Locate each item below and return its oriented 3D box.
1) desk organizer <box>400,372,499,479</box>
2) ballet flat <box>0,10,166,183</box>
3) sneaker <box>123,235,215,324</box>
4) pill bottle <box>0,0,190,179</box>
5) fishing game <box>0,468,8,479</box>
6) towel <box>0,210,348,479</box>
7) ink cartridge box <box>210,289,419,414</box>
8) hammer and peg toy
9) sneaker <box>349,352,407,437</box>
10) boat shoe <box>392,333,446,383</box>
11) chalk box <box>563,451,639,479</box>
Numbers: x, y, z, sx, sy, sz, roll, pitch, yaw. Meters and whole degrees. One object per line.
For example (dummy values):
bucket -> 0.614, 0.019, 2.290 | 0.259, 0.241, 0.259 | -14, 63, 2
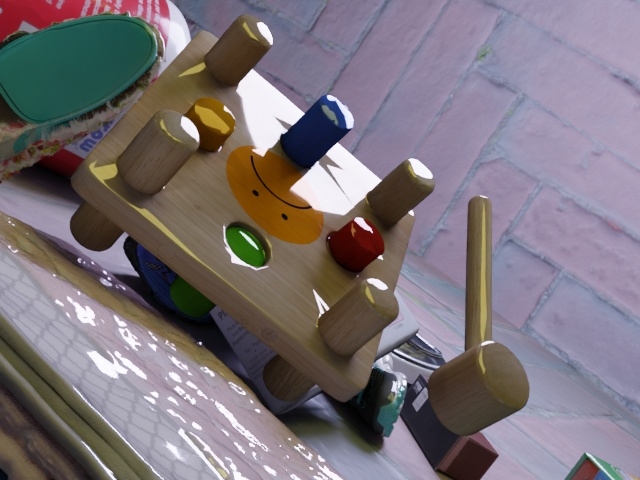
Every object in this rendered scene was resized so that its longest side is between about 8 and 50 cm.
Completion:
desk organizer -> 0.126, 0.191, 0.995 | 0.050, 0.047, 0.130 | 33, 8, -21
ballet flat -> -0.218, -0.084, 0.687 | 0.091, 0.241, 0.077 | 61, -9, 11
sneaker -> -0.089, 0.034, 0.929 | 0.221, 0.087, 0.083 | 27, 10, -40
pill bottle -> -0.288, -0.200, 1.031 | 0.407, 0.229, 0.229 | 27, 10, -36
fishing game -> -0.170, 0.093, 0.457 | 0.189, 0.041, 0.264 | 39, 2, 31
towel -> -0.123, 0.069, 0.557 | 0.332, 0.053, 0.317 | 38, -2, 24
ink cartridge box -> -0.033, 0.021, 0.880 | 0.189, 0.066, 0.232 | -20, 77, -53
hammer and peg toy -> 0.000, 0.000, 0.787 | 0.361, 0.127, 0.266 | 39, 34, -12
sneaker -> 0.035, 0.139, 0.954 | 0.076, 0.065, 0.166 | 15, 8, -10
boat shoe -> 0.041, 0.066, 1.189 | 0.301, 0.102, 0.108 | 35, 8, 8
chalk box -> 0.223, 0.254, 0.702 | 0.213, 0.132, 0.132 | 31, 9, -24
